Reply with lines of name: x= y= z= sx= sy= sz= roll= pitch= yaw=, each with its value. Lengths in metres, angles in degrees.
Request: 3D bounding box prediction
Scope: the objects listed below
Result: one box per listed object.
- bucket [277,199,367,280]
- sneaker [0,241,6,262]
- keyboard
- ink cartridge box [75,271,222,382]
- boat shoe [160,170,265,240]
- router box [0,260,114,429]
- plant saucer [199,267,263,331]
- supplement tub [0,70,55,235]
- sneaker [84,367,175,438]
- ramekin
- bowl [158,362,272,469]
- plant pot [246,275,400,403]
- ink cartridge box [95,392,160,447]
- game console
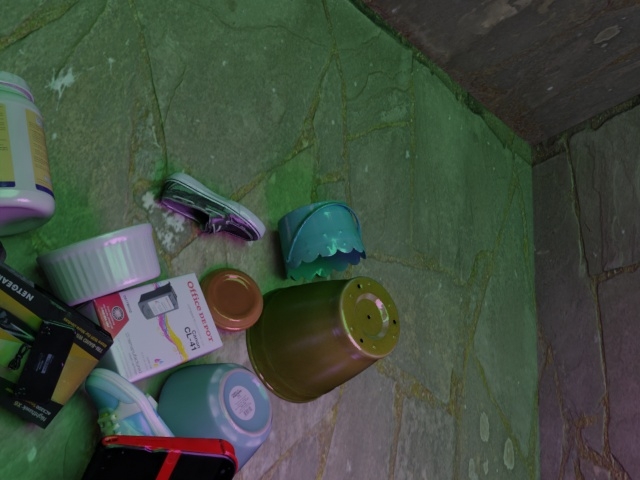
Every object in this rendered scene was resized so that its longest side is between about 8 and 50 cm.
bucket: x=0.000 y=0.000 z=2.166 sx=0.281 sy=0.281 sz=0.183 roll=-2 pitch=69 yaw=-44
sneaker: x=-0.804 y=0.007 z=1.442 sx=0.228 sy=0.130 sz=0.087 roll=-2 pitch=55 yaw=-11
keyboard: x=-0.604 y=0.257 z=1.448 sx=0.108 sy=0.023 sz=0.180 roll=22 pitch=87 yaw=-30
ink cartridge box: x=-0.436 y=0.229 z=1.734 sx=0.306 sy=0.131 sz=0.226 roll=-17 pitch=82 yaw=-45
boat shoe: x=-0.325 y=-0.070 z=2.009 sx=0.335 sy=0.121 sz=0.119 roll=30 pitch=60 yaw=-17
router box: x=-0.655 y=0.226 z=1.479 sx=0.309 sy=0.081 sz=0.243 roll=40 pitch=82 yaw=-22
plant saucer: x=-0.256 y=0.166 z=1.965 sx=0.200 sy=0.037 sz=0.199 roll=13 pitch=58 yaw=-22
supplement tub: x=-0.754 y=-0.197 z=1.556 sx=0.241 sy=0.241 sz=0.331 roll=0 pitch=70 yaw=-43
sneaker: x=-0.463 y=0.458 z=1.527 sx=0.319 sy=0.127 sz=0.208 roll=53 pitch=44 yaw=-9
ramekin: x=-0.523 y=0.061 z=1.635 sx=0.277 sy=0.277 sz=0.135 roll=-21 pitch=93 yaw=-47
bowl: x=-0.241 y=0.441 z=1.743 sx=0.312 sy=0.163 sz=0.311 roll=37 pitch=36 yaw=-33
plant pot: x=0.032 y=0.268 z=1.995 sx=0.367 sy=0.353 sz=0.366 roll=20 pitch=59 yaw=-36
ink cartridge box: x=-0.411 y=0.520 z=1.672 sx=0.235 sy=0.056 sz=0.171 roll=51 pitch=45 yaw=-15
game console: x=-0.386 y=0.591 z=1.484 sx=0.342 sy=0.386 sz=0.060 roll=17 pitch=16 yaw=-34
